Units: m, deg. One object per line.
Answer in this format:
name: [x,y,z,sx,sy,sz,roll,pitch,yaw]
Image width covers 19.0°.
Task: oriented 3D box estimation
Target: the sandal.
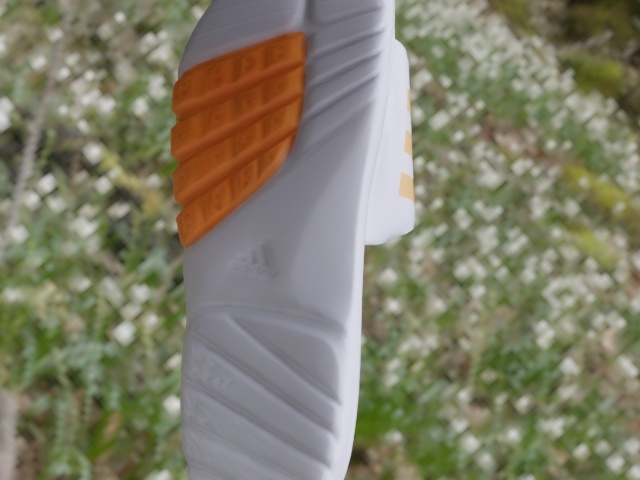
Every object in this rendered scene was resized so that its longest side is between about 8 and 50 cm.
sandal: [-0.010,0.001,0.825,0.102,0.265,0.076,-4,-19,26]
